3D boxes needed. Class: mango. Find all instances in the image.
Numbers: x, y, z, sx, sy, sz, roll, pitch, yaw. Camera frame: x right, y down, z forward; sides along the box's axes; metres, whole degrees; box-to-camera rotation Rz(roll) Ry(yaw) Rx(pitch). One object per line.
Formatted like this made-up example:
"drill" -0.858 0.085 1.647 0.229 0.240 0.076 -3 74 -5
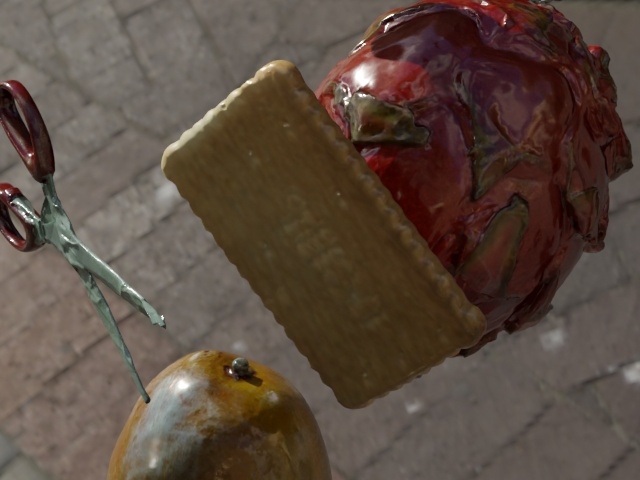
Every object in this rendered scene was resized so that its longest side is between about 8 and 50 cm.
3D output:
"mango" -0.094 0.282 1.525 0.222 0.384 0.199 13 27 19

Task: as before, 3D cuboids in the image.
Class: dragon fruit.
"dragon fruit" 0.108 -0.055 1.368 0.342 0.277 0.277 -43 44 -21

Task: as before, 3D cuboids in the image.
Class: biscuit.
"biscuit" 0.000 0.000 1.205 0.160 0.249 0.030 -36 3 41

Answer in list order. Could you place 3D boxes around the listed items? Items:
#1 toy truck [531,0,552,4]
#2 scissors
"toy truck" 0.085 -0.136 0.677 0.039 0.083 0.044 -40 19 -7
"scissors" -0.177 0.005 1.172 0.017 0.144 0.247 -18 51 -30
